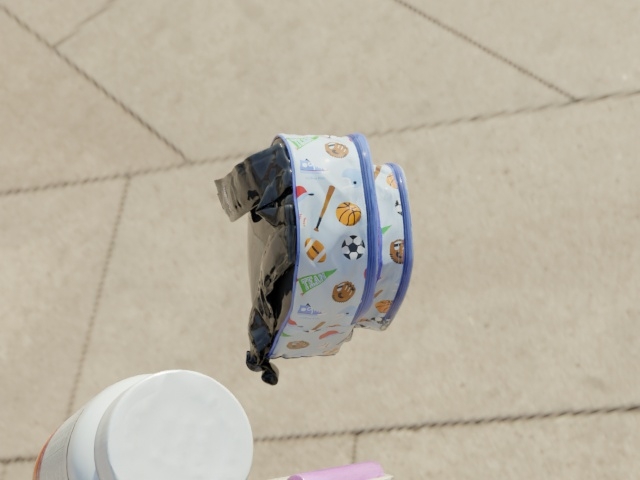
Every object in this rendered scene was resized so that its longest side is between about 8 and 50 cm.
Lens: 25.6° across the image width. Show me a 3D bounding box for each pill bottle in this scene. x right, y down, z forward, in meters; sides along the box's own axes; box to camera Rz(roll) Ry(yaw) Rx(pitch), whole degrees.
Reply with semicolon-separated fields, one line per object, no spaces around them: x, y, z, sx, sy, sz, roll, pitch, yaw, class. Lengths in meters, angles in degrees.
-0.129;0.163;1.009;0.121;0.121;0.221;-59;10;-26;pill bottle

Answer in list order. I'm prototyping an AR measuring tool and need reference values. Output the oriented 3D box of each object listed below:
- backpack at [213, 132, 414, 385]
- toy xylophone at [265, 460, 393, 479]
0.000;0.000;1.663;0.213;0.263;0.277;-8;70;-9;backpack
-0.019;0.312;1.122;0.081;0.323;0.236;21;21;38;toy xylophone
